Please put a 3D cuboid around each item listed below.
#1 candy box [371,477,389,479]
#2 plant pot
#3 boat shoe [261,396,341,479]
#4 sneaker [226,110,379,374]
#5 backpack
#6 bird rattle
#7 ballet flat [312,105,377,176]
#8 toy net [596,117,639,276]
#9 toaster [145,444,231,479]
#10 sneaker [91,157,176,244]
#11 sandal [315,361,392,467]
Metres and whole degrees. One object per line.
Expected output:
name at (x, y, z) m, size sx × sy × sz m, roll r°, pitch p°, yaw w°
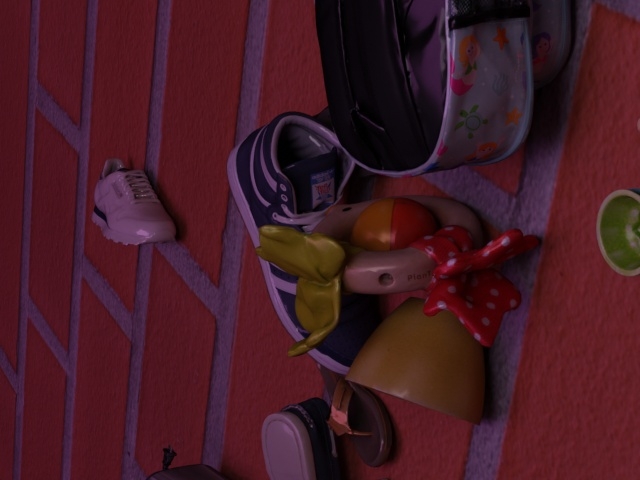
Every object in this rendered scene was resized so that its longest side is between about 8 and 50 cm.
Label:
candy box at (0.089, 0.341, 1.486) m, size 0.186 × 0.053 × 0.109 m, roll 38°, pitch 129°, yaw 56°
plant pot at (0.101, 0.108, 1.355) m, size 0.134 × 0.134 × 0.095 m, roll 9°, pitch 79°, yaw 62°
boat shoe at (-0.008, 0.304, 1.627) m, size 0.095 × 0.079 × 0.255 m, roll -1°, pitch 103°, yaw 46°
sneaker at (0.000, 0.000, 1.483) m, size 0.282 × 0.099 × 0.153 m, roll 63°, pitch 153°, yaw 6°
backpack at (0.095, -0.183, 1.215) m, size 0.225 × 0.191 × 0.254 m, roll 7°, pitch 100°, yaw 60°
bird rattle at (0.072, 0.004, 1.309) m, size 0.207 × 0.253 × 0.143 m, roll -74°, pitch -32°, yaw -62°
ballet flat at (0.022, -0.105, 1.528) m, size 0.250 × 0.058 × 0.084 m, roll -10°, pitch 99°, yaw 59°
toy net at (0.267, -0.081, 1.067) m, size 0.122 × 0.045 × 0.232 m, roll 26°, pitch 118°, yaw 59°
toaster at (-0.157, 0.393, 1.887) m, size 0.146 × 0.129 × 0.227 m, roll 12°, pitch 104°, yaw 57°
sneaker at (-0.271, -0.053, 2.062) m, size 0.235 × 0.090 × 0.095 m, roll 27°, pitch 110°, yaw 56°
sandal at (0.025, 0.179, 1.576) m, size 0.180 × 0.049 × 0.072 m, roll 60°, pitch 144°, yaw 38°
